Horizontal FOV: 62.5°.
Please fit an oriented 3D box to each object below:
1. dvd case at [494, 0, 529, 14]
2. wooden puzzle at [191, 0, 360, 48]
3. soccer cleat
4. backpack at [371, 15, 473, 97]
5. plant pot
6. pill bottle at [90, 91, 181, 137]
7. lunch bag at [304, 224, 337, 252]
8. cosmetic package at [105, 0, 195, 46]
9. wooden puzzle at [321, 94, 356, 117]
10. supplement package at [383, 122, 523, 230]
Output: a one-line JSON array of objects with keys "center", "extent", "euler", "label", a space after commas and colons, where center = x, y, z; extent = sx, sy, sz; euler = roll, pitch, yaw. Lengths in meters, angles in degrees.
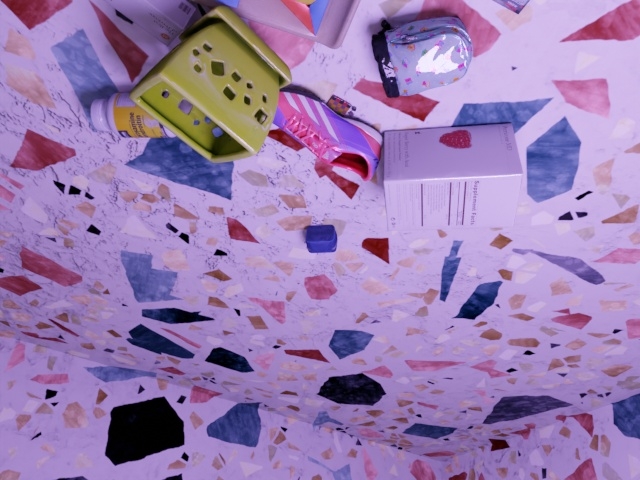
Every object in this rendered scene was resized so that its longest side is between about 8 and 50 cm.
[{"center": [0.360, -0.476, 0.944], "extent": [0.087, 0.013, 0.119], "euler": [19, 138, -16], "label": "dvd case"}, {"center": [-0.076, -0.509, 0.909], "extent": [0.348, 0.080, 0.322], "euler": [16, 140, -12], "label": "wooden puzzle"}, {"center": [-0.003, -0.240, 1.193], "extent": [0.318, 0.116, 0.109], "euler": [22, 150, -18], "label": "soccer cleat"}, {"center": [0.203, -0.358, 1.031], "extent": [0.182, 0.115, 0.152], "euler": [-11, 135, 17], "label": "backpack"}, {"center": [-0.204, -0.305, 1.037], "extent": [0.227, 0.207, 0.228], "euler": [38, 162, -29], "label": "plant pot"}, {"center": [-0.422, -0.288, 1.212], "extent": [0.184, 0.103, 0.103], "euler": [1, 141, 7], "label": "pill bottle"}, {"center": [0.000, 0.000, 1.536], "extent": [0.099, 0.067, 0.065], "euler": [-1, 140, 11], "label": "lunch bag"}, {"center": [-0.363, -0.473, 0.984], "extent": [0.239, 0.060, 0.099], "euler": [32, 162, -28], "label": "cosmetic package"}, {"center": [0.039, -0.304, 1.205], "extent": [0.083, 0.006, 0.049], "euler": [23, 138, -20], "label": "wooden puzzle"}, {"center": [0.298, -0.145, 1.229], "extent": [0.293, 0.177, 0.175], "euler": [-2, 140, 10], "label": "supplement package"}]
